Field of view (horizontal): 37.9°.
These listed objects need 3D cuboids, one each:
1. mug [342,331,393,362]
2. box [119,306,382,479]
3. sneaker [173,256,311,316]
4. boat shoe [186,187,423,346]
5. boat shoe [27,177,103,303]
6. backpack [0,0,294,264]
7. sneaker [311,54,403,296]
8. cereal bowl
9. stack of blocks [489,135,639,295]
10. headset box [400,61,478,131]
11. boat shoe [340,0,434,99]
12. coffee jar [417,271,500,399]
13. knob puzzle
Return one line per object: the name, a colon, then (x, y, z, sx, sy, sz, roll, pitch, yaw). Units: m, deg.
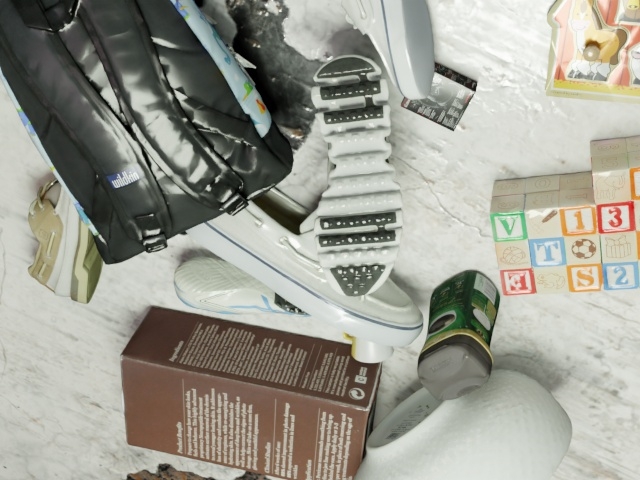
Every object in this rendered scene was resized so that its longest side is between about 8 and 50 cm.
mug: (0.067, 0.137, 1.364, 0.078, 0.062, 0.064, -1, 114, 9)
box: (-0.105, 0.245, 1.436, 0.381, 0.143, 0.191, 10, 125, 7)
sneaker: (-0.096, 0.073, 1.365, 0.237, 0.085, 0.086, 7, 156, 4)
boat shoe: (0.001, -0.004, 1.263, 0.367, 0.136, 0.156, 31, 112, 3)
boat shoe: (-0.367, -0.034, 1.341, 0.103, 0.113, 0.302, 16, 126, -1)
backpack: (-0.238, -0.197, 1.124, 0.290, 0.273, 0.355, -27, 128, 13)
sneaker: (0.049, -0.078, 1.148, 0.110, 0.118, 0.292, 1, 98, 6)
cereal bowl: (0.168, 0.288, 1.277, 0.339, 0.339, 0.141, -35, 94, 31)
stack of blocks: (0.365, -0.031, 1.153, 0.297, 0.087, 0.171, -5, 120, 19)
headset box: (0.143, -0.182, 1.151, 0.083, 0.032, 0.062, 25, 125, 0)
boat shoe: (0.065, -0.285, 1.076, 0.084, 0.095, 0.258, -8, 105, 30)
coffee jar: (0.186, 0.128, 1.246, 0.096, 0.184, 0.079, -34, 108, 31)
knob puzzle: (0.353, -0.243, 1.055, 0.213, 0.030, 0.213, 7, 124, 11)
